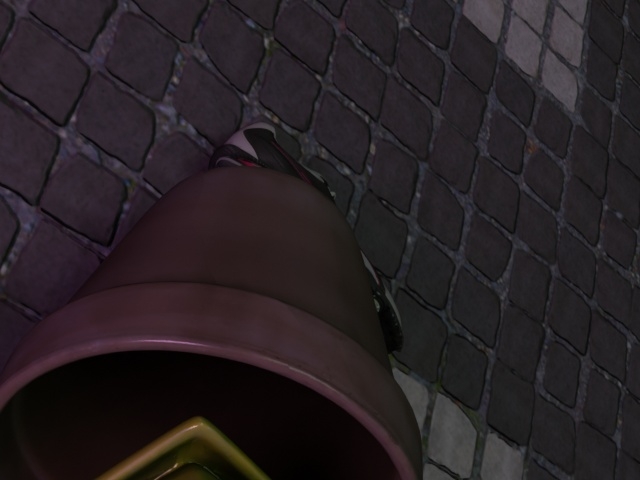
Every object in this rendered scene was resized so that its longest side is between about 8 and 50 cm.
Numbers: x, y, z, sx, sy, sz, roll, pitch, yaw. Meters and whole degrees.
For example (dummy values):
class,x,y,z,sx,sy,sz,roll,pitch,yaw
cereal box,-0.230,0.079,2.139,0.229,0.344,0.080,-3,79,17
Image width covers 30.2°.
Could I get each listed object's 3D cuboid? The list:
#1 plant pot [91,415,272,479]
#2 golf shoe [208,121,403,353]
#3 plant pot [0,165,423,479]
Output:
class,x,y,z,sx,sy,sz,roll,pitch,yaw
plant pot,-0.088,0.260,0.735,0.228,0.227,0.207,49,13,-30
golf shoe,0.000,0.000,1.163,0.273,0.105,0.120,50,39,-20
plant pot,-0.072,0.099,0.938,0.323,0.323,0.280,43,33,-25
